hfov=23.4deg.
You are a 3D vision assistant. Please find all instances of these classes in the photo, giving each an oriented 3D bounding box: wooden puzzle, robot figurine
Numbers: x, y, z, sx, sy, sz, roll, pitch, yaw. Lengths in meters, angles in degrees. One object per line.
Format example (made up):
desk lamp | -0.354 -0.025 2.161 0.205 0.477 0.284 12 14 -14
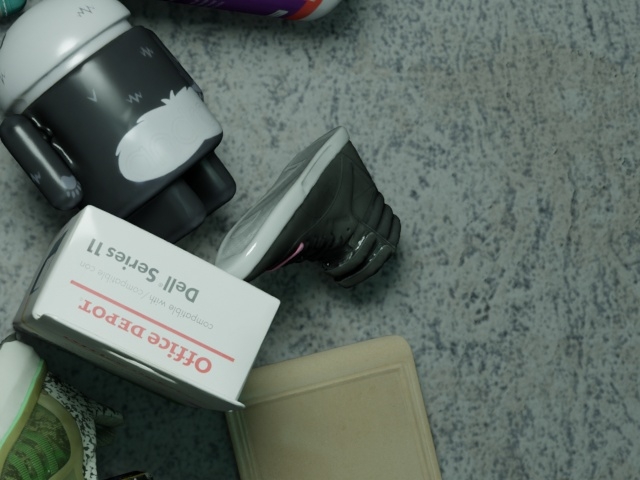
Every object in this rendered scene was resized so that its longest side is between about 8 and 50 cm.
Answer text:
wooden puzzle | 0.017 0.240 1.686 0.221 0.044 0.238 -13 84 -16
robot figurine | -0.214 -0.123 1.589 0.174 0.209 0.278 -38 96 4

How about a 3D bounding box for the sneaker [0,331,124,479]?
sneaker | -0.259 0.253 1.443 0.182 0.158 0.410 20 35 -14

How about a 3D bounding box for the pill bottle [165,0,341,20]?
pill bottle | -0.127 -0.333 1.596 0.323 0.181 0.181 3 83 -29

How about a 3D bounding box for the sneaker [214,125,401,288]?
sneaker | 0.000 0.000 1.612 0.147 0.105 0.296 52 34 -10

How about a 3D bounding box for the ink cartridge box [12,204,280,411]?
ink cartridge box | -0.170 0.069 1.482 0.207 0.353 0.119 27 79 -12

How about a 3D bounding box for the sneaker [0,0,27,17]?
sneaker | -0.312 -0.382 1.617 0.121 0.108 0.302 -4 84 -12

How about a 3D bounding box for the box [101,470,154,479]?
box | -0.295 0.398 1.560 0.322 0.079 0.257 -14 87 -17
